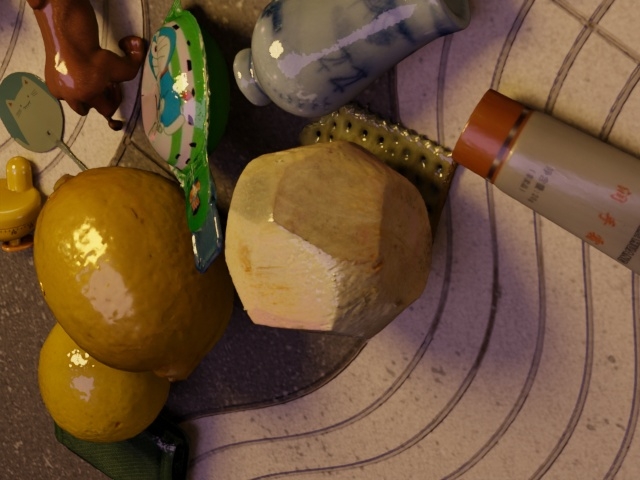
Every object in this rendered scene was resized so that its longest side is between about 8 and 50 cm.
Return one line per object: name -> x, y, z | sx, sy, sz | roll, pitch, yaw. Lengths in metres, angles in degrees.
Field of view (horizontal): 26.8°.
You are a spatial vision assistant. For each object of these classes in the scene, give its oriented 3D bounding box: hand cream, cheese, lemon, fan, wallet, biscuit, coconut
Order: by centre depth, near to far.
hand cream -> 0.289, -0.043, 1.389 | 0.314, 0.089, 0.140 | 26, 127, 9
coconut -> 0.000, 0.000, 1.491 | 0.236, 0.197, 0.237 | 17, 126, 26
cheese -> -0.151, -0.124, 1.539 | 0.204, 0.083, 0.321 | 133, 131, -60
biscuit -> 0.057, -0.085, 1.547 | 0.203, 0.016, 0.144 | 28, 126, 16
lemon -> -0.228, 0.034, 1.650 | 0.236, 0.236, 0.263 | -8, 119, 34
fan -> -0.364, -0.148, 1.782 | 0.175, 0.005, 0.113 | 46, 129, 3
lemon -> -0.287, 0.172, 1.791 | 0.178, 0.178, 0.203 | 18, 120, 23
wallet -> -0.290, 0.284, 1.931 | 0.236, 0.055, 0.160 | 28, 130, 25

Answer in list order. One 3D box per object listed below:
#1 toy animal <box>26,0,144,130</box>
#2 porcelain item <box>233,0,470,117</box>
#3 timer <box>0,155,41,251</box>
toy animal -> -0.306, -0.260, 1.593 | 0.097, 0.157, 0.312 | -6, 109, 35
porcelain item -> 0.028, -0.216, 1.426 | 0.259, 0.141, 0.141 | -19, 103, 28
timer -> -0.428, -0.052, 1.809 | 0.107, 0.107, 0.109 | 19, 126, 23
